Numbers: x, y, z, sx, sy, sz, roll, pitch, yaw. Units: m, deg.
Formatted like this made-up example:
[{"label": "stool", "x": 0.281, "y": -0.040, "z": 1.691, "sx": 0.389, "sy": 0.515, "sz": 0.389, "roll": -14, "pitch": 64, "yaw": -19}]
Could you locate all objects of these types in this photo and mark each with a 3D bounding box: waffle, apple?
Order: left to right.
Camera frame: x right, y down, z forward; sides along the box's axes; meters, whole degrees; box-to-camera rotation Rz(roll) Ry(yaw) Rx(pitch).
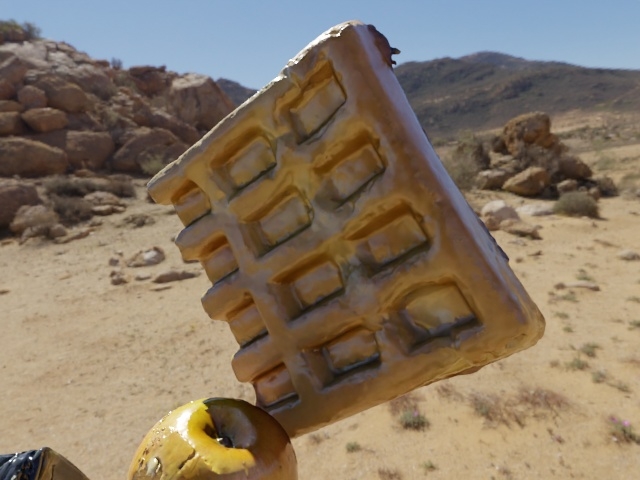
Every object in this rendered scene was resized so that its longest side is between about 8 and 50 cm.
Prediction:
[{"label": "apple", "x": -0.085, "y": 0.197, "z": 0.426, "sx": 0.147, "sy": 0.146, "sz": 0.146, "roll": -7, "pitch": 8, "yaw": 1}, {"label": "waffle", "x": 0.001, "y": 0.000, "z": 0.506, "sx": 0.304, "sy": 0.348, "sz": 0.078, "roll": -33, "pitch": -12, "yaw": 26}]

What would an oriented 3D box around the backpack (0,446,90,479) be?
[{"label": "backpack", "x": -0.382, "y": 0.385, "z": 0.588, "sx": 0.133, "sy": 0.206, "sz": 0.258, "roll": -10, "pitch": 43, "yaw": 12}]
